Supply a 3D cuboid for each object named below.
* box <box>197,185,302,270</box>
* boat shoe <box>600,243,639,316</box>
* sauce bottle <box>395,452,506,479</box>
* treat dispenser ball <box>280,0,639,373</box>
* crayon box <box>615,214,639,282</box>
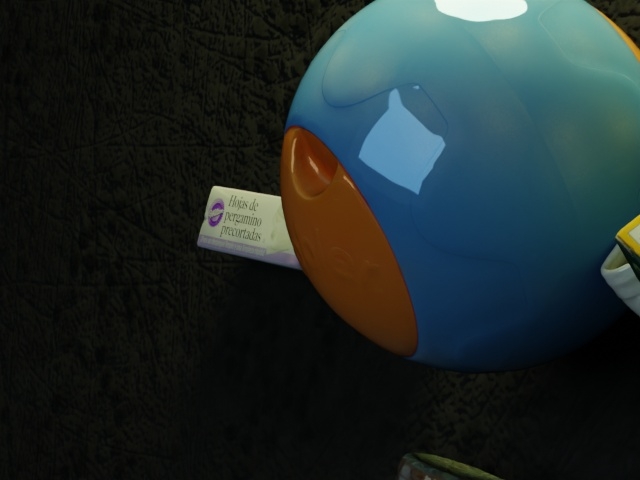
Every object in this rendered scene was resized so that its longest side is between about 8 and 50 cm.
[{"bbox_3d":[0.000,0.000,1.734,0.324,0.067,0.063,11,85,57],"label":"box"},{"bbox_3d":[0.284,-0.053,1.262,0.258,0.084,0.095,-53,20,-7],"label":"boat shoe"},{"bbox_3d":[0.065,0.339,1.466,0.111,0.111,0.344,19,95,56],"label":"sauce bottle"},{"bbox_3d":[0.114,-0.048,1.387,0.288,0.288,0.288,-27,56,48],"label":"treat dispenser ball"},{"bbox_3d":[0.361,-0.023,1.109,0.323,0.083,0.203,-37,42,0],"label":"crayon box"}]
